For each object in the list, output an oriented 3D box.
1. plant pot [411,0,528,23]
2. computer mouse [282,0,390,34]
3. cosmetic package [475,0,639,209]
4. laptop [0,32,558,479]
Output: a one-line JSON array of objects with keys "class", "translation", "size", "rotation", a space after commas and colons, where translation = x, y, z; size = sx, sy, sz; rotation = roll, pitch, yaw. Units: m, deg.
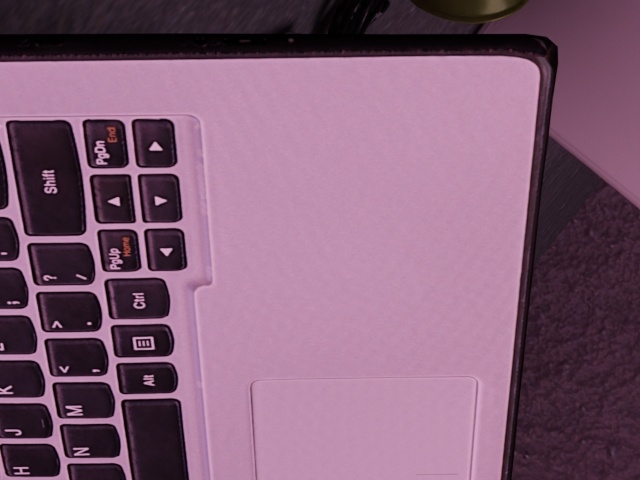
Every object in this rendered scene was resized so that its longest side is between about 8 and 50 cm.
[{"class": "plant pot", "translation": [0.088, -0.181, 1.140], "size": [0.083, 0.083, 0.079], "rotation": [-43, 156, -33]}, {"class": "computer mouse", "translation": [-0.025, -0.076, 1.100], "size": [0.193, 0.042, 0.106], "rotation": [-37, 164, -52]}, {"class": "cosmetic package", "translation": [0.393, -0.161, 1.589], "size": [0.327, 0.394, 0.329], "rotation": [-54, 169, 22]}, {"class": "laptop", "translation": [-0.134, 0.150, 0.636], "size": [0.382, 0.408, 0.236], "rotation": [89, 0, -49]}]
